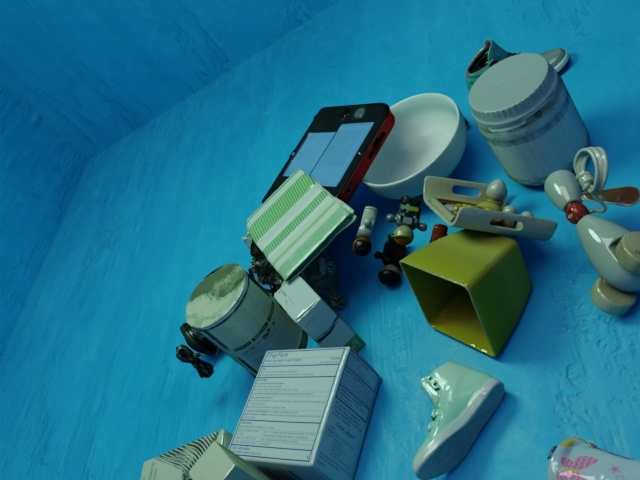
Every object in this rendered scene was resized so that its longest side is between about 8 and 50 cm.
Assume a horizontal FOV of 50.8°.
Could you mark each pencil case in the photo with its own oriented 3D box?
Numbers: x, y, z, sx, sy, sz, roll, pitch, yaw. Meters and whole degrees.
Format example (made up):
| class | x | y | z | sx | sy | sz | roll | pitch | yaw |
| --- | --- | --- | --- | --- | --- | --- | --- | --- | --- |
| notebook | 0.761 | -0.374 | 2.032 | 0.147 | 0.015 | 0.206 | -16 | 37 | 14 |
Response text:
| class | x | y | z | sx | sy | sz | roll | pitch | yaw |
| --- | --- | --- | --- | --- | --- | --- | --- | --- | --- |
| pencil case | 0.503 | 0.395 | 1.064 | 0.273 | 0.113 | 0.124 | 2 | 35 | 46 |

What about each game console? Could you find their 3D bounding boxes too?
| class | x | y | z | sx | sy | sz | roll | pitch | yaw |
| --- | --- | --- | --- | --- | --- | --- | --- | --- | --- |
| game console | -0.192 | 0.150 | 2.059 | 0.071 | 0.107 | 0.122 | -30 | 24 | -36 |
| game console | 0.019 | -0.245 | 1.977 | 0.342 | 0.060 | 0.386 | 12 | 65 | 47 |

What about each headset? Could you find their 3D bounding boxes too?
| class | x | y | z | sx | sy | sz | roll | pitch | yaw |
| --- | --- | --- | --- | --- | --- | --- | --- | --- | --- |
| headset | -0.323 | 0.233 | 1.976 | 0.243 | 0.185 | 0.394 | -36 | 30 | 25 |

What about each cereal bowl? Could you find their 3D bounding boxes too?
| class | x | y | z | sx | sy | sz | roll | pitch | yaw |
| --- | --- | --- | --- | --- | --- | --- | --- | --- | --- |
| cereal bowl | 0.268 | -0.247 | 1.912 | 0.339 | 0.141 | 0.339 | -26 | 41 | 25 |

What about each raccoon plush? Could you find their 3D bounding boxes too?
| class | x | y | z | sx | sy | sz | roll | pitch | yaw |
| --- | --- | --- | --- | --- | --- | --- | --- | --- | --- |
| raccoon plush | 0.000 | 0.000 | 1.926 | 0.299 | 0.216 | 0.446 | 8 | 58 | 39 |

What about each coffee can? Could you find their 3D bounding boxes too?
| class | x | y | z | sx | sy | sz | roll | pitch | yaw |
| --- | --- | --- | --- | --- | --- | --- | --- | --- | --- |
| coffee can | -0.193 | 0.221 | 1.799 | 0.201 | 0.275 | 0.201 | -26 | 38 | 22 |

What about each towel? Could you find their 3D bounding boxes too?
| class | x | y | z | sx | sy | sz | roll | pitch | yaw |
| --- | --- | --- | --- | --- | --- | --- | --- | --- | --- |
| towel | -0.066 | -0.051 | 1.806 | 0.248 | 0.038 | 0.325 | -44 | 38 | -1 |

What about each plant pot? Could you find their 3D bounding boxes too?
| class | x | y | z | sx | sy | sz | roll | pitch | yaw |
| --- | --- | --- | --- | --- | --- | --- | --- | --- | --- |
| plant pot | 0.338 | 0.091 | 1.487 | 0.187 | 0.212 | 0.212 | -41 | 32 | -19 |

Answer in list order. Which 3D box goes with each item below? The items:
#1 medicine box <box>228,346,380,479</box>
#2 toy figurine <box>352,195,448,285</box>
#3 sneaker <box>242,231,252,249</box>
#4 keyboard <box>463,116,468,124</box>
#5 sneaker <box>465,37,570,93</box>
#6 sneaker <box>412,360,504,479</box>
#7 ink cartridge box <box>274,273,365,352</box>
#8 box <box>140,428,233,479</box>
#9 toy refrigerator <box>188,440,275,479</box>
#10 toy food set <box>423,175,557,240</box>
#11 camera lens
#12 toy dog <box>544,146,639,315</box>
| class | x | y | z | sx | sy | sz | roll | pitch | yaw |
| --- | --- | --- | --- | --- | --- | --- | --- | --- | --- |
| medicine box | -0.036 | 0.405 | 1.556 | 0.263 | 0.149 | 0.289 | -10 | 46 | 39 |
| toy figurine | 0.199 | 0.008 | 1.698 | 0.213 | 0.209 | 0.148 | -11 | 51 | 39 |
| sneaker | -0.194 | -0.054 | 2.267 | 0.071 | 0.083 | 0.190 | 7 | 56 | 50 |
| keyboard | 0.313 | -0.259 | 2.022 | 0.317 | 0.033 | 0.201 | -41 | 37 | 7 |
| sneaker | 0.544 | -0.512 | 1.936 | 0.295 | 0.178 | 0.124 | -25 | 38 | 23 |
| sneaker | 0.242 | 0.359 | 1.374 | 0.256 | 0.094 | 0.151 | -44 | 39 | -19 |
| ink cartridge box | -0.004 | 0.198 | 1.693 | 0.087 | 0.208 | 0.153 | -44 | 35 | -3 |
| box | -0.324 | 0.582 | 1.701 | 0.275 | 0.094 | 0.113 | -28 | 38 | 20 |
| toy refrigerator | -0.145 | 0.538 | 1.416 | 0.094 | 0.269 | 0.102 | -50 | 36 | -10 |
| toy food set | 0.380 | -0.088 | 1.556 | 0.306 | 0.220 | 0.092 | -109 | 28 | -72 |
| camera lens | 0.509 | -0.286 | 1.642 | 0.219 | 0.274 | 0.219 | -26 | 38 | 23 |
| toy dog | 0.598 | -0.019 | 1.363 | 0.220 | 0.161 | 0.333 | 124 | 139 | -63 |
